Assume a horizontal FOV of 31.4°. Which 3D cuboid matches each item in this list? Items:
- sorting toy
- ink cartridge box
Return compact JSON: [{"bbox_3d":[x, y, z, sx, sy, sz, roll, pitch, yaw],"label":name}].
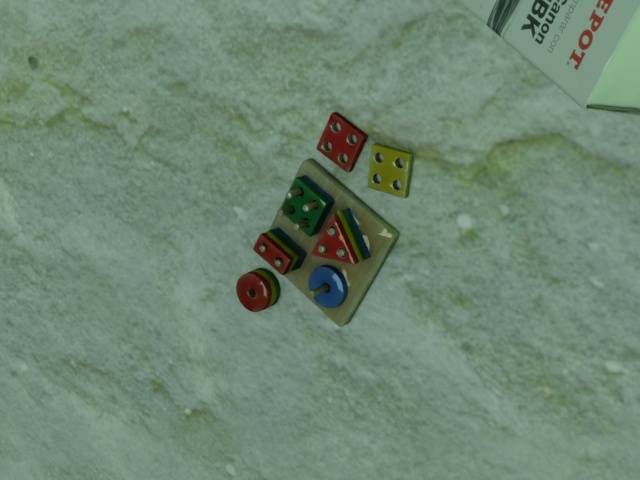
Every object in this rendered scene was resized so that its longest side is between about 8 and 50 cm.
[{"bbox_3d":[0.000,0.000,1.189,0.132,0.046,0.274,42,124,20],"label":"sorting toy"},{"bbox_3d":[0.198,-0.248,0.865,0.273,0.114,0.197,51,130,38],"label":"ink cartridge box"}]
